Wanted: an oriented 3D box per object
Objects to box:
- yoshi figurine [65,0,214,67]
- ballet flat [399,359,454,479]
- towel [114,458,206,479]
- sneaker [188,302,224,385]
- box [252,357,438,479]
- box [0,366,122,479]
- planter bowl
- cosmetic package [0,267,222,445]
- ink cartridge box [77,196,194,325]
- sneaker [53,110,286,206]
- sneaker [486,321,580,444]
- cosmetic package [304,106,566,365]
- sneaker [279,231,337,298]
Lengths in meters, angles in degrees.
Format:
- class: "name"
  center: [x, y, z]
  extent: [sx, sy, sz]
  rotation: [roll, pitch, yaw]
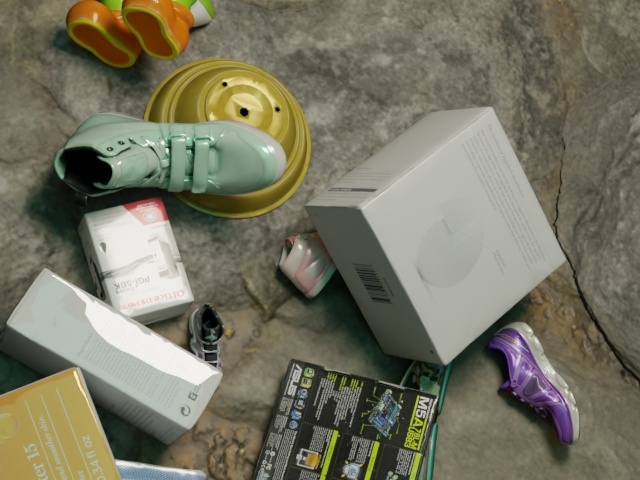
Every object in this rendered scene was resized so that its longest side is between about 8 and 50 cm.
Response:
- class: "yoshi figurine"
  center: [-0.193, -0.405, 1.663]
  extent: [0.203, 0.203, 0.362]
  rotation: [22, 64, -3]
- class: "ballet flat"
  center: [0.118, 0.215, 1.635]
  extent: [0.070, 0.070, 0.188]
  rotation: [19, 66, -12]
- class: "towel"
  center: [-0.236, 0.377, 1.472]
  extent: [0.209, 0.034, 0.285]
  rotation: [9, 70, -15]
- class: "sneaker"
  center: [-0.130, 0.121, 1.572]
  extent: [0.038, 0.069, 0.098]
  rotation: [-8, 75, -20]
- class: "box"
  center: [0.027, 0.249, 1.564]
  extent: [0.184, 0.045, 0.190]
  rotation: [14, 67, 6]
- class: "box"
  center: [-0.366, 0.299, 1.353]
  extent: [0.345, 0.168, 0.215]
  rotation: [-21, 78, -14]
- class: "planter bowl"
  center: [-0.103, -0.143, 1.658]
  extent: [0.217, 0.090, 0.217]
  rotation: [6, 70, -16]
- class: "cosmetic package"
  center: [-0.237, 0.133, 1.508]
  extent: [0.231, 0.117, 0.085]
  rotation: [33, 65, -7]
- class: "ink cartridge box"
  center: [-0.216, 0.028, 1.581]
  extent: [0.099, 0.056, 0.135]
  rotation: [-15, 77, -23]
- class: "sneaker"
  center: [-0.176, -0.080, 1.544]
  extent: [0.256, 0.094, 0.151]
  rotation: [7, 24, 11]
- class: "sneaker"
  center: [0.266, 0.187, 1.695]
  extent: [0.071, 0.068, 0.170]
  rotation: [-29, 74, -9]
- class: "cosmetic package"
  center: [0.141, -0.008, 1.631]
  extent: [0.225, 0.138, 0.224]
  rotation: [-36, 109, -24]
- class: "sneaker"
  center: [0.000, 0.000, 1.664]
  extent: [0.070, 0.051, 0.134]
  rotation: [39, 69, -8]
